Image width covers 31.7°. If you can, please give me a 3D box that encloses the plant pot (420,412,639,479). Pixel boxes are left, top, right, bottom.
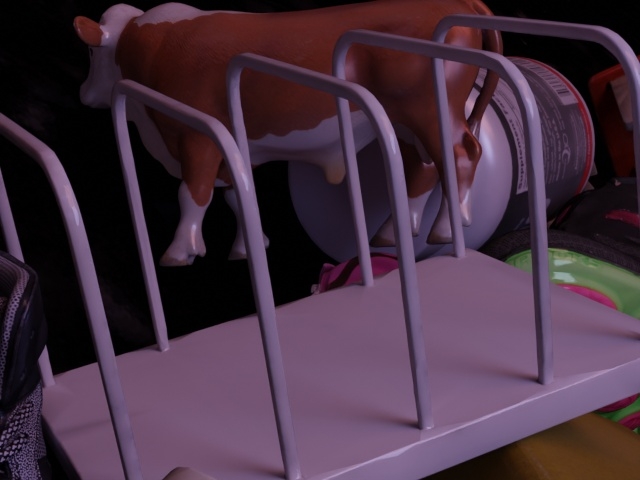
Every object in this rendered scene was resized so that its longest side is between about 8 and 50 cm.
[{"bbox_3d":[0.112,0.189,0.589,0.212,0.212,0.187,23,21,-27],"label":"plant pot"}]

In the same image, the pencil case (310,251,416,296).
[{"bbox_3d":[0.000,0.081,0.699,0.098,0.095,0.209,34,31,10],"label":"pencil case"}]

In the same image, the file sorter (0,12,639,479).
[{"bbox_3d":[0.000,0.000,0.540,0.278,0.173,0.193,-16,20,-22],"label":"file sorter"}]

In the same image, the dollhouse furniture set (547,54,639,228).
[{"bbox_3d":[0.343,-0.087,1.163,0.135,0.262,0.259,-103,168,-48],"label":"dollhouse furniture set"}]

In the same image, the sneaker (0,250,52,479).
[{"bbox_3d":[-0.140,0.105,0.432,0.101,0.153,0.268,-12,50,-20],"label":"sneaker"}]

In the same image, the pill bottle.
[{"bbox_3d":[0.106,-0.066,0.934,0.161,0.161,0.283,49,32,15],"label":"pill bottle"}]

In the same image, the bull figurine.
[{"bbox_3d":[-0.032,-0.082,0.762,0.101,0.311,0.188,-3,89,-73],"label":"bull figurine"}]

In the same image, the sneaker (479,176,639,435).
[{"bbox_3d":[0.225,0.053,0.908,0.483,0.185,0.202,11,40,-56],"label":"sneaker"}]

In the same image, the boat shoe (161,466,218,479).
[{"bbox_3d":[-0.026,0.207,0.382,0.109,0.305,0.091,21,49,37],"label":"boat shoe"}]
